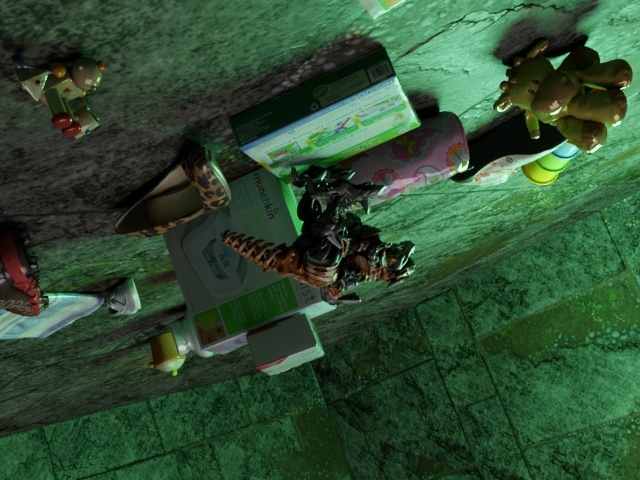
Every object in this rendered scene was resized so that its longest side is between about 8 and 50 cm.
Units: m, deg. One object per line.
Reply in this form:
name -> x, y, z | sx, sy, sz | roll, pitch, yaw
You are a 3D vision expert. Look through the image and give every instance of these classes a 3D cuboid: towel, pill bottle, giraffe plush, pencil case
towel -> -0.607, 0.159, 1.728 | 0.209, 0.034, 0.285 | -27, 165, 22
pill bottle -> -0.262, 0.220, 2.233 | 0.264, 0.146, 0.146 | -18, 166, -12
giraffe plush -> 0.388, -0.254, 1.406 | 0.210, 0.181, 0.171 | 13, -177, 44
pencil case -> 0.122, -0.136, 1.481 | 0.284, 0.124, 0.124 | -20, 166, -7

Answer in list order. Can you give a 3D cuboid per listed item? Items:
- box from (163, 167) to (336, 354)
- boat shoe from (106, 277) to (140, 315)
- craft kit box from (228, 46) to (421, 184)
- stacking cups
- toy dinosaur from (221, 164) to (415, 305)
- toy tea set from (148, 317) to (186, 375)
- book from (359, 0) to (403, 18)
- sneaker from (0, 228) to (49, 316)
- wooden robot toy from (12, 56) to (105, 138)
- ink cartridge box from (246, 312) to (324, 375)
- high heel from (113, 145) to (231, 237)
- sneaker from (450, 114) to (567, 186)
box -> -0.127, 0.037, 1.481 | 0.231, 0.261, 0.127 | -22, 166, 9
boat shoe -> -0.432, 0.128, 1.821 | 0.063, 0.066, 0.184 | -17, 175, -21
craft kit box -> 0.017, -0.181, 1.293 | 0.250, 0.060, 0.247 | -23, 164, 9
stacking cups -> 0.534, -0.219, 1.814 | 0.096, 0.096, 0.316 | -17, 166, -14
toy dinosaur -> 0.014, 0.003, 1.331 | 0.322, 0.218, 0.164 | -5, -160, -45
toy tea set -> -0.351, 0.293, 2.424 | 0.200, 0.124, 0.336 | -7, 161, -44
book -> 0.101, -0.316, 0.944 | 0.144, 0.035, 0.096 | -26, 162, 18
sneaker -> -0.521, 0.067, 1.366 | 0.135, 0.097, 0.276 | -17, 164, -16
wooden robot toy -> -0.264, -0.163, 0.923 | 0.079, 0.076, 0.173 | -32, 167, -1
ink cartridge box -> -0.058, 0.181, 1.451 | 0.109, 0.063, 0.150 | -21, 166, 0
high heel -> -0.236, -0.060, 1.285 | 0.186, 0.093, 0.261 | -25, 176, -10
sneaker -> 0.406, -0.189, 1.761 | 0.270, 0.090, 0.145 | -24, 167, 26
